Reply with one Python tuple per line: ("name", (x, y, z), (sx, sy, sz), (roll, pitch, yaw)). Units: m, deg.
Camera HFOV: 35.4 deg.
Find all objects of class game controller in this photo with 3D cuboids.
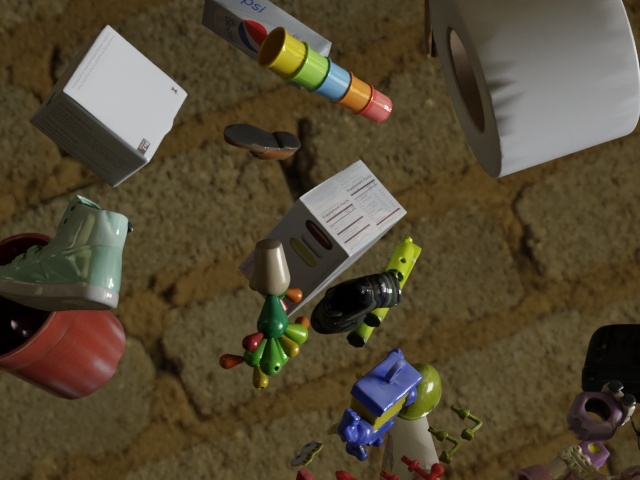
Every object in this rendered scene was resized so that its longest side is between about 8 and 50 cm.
("game controller", (0.648, 0.228, 1.879), (0.319, 0.067, 0.166), (-3, -135, 37))

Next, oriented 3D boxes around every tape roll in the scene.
("tape roll", (0.245, -0.213, 1.172), (0.169, 0.246, 0.246), (-18, -176, 1))

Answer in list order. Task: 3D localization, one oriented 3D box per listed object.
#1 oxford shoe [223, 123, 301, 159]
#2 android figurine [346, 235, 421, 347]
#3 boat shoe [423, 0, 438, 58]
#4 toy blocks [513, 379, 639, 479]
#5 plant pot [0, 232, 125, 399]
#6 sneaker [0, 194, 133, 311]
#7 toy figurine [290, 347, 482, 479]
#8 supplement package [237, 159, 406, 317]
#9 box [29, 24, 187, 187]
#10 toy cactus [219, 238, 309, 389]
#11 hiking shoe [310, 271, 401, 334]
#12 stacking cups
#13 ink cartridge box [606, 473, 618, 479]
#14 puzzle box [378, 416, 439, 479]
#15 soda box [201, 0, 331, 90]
("oxford shoe", (-0.150, -0.225, 2.408), (0.212, 0.076, 0.076), (9, 138, -38))
("android figurine", (0.137, 0.100, 2.151), (0.273, 0.056, 0.248), (-60, -179, -41))
("boat shoe", (0.226, -0.439, 1.856), (0.073, 0.207, 0.073), (-1, -156, 0))
("toy blocks", (0.413, 0.447, 1.564), (0.260, 0.288, 0.309), (-21, 140, -25))
("plant pot", (-0.532, 0.167, 1.949), (0.272, 0.272, 0.265), (-20, 143, 14))
("sneaker", (-0.364, 0.016, 1.393), (0.256, 0.151, 0.094), (0, 161, 32))
("toy figurine", (0.131, 0.264, 1.587), (0.362, 0.191, 0.217), (-31, 146, -39))
("supplement package", (0.000, 0.000, 1.959), (0.204, 0.145, 0.262), (-35, 172, -45))
("box", (-0.348, -0.221, 1.665), (0.119, 0.182, 0.181), (-28, -149, 42))
("toy cactus", (-0.072, 0.084, 1.331), (0.112, 0.180, 0.219), (3, -154, 11))
("hiking shoe", (0.035, 0.109, 1.776), (0.114, 0.086, 0.227), (1, 156, -39))
("stacking cups", (0.014, -0.340, 2.136), (0.316, 0.096, 0.096), (26, 153, -35))
("ink cartridge box", (0.522, 0.639, 1.867), (0.308, 0.091, 0.385), (-38, -150, 51))
("puzzle box", (0.169, 0.487, 2.007), (0.052, 0.272, 0.409), (9, -167, -2))
("soda box", (-0.122, -0.460, 2.225), (0.098, 0.286, 0.091), (-47, 168, -34))
